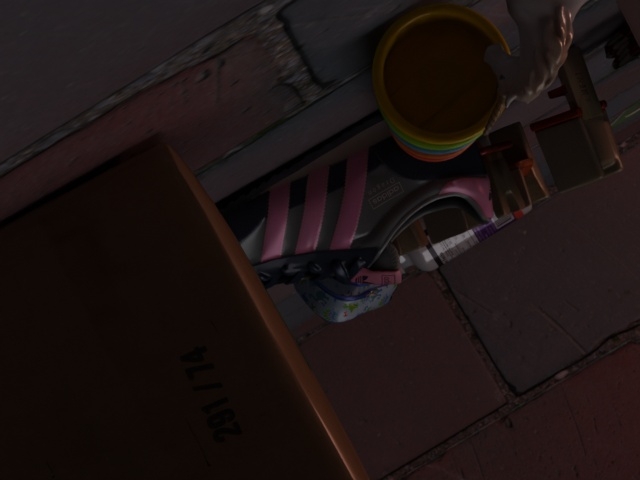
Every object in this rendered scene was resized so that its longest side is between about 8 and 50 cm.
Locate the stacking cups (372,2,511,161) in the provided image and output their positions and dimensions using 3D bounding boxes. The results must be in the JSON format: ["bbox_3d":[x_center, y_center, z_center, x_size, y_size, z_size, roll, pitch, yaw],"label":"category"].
[{"bbox_3d":[0.084,-0.110,1.352,0.096,0.096,0.316,-31,179,1],"label":"stacking cups"}]

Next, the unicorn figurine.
[{"bbox_3d":[0.133,-0.151,1.040,0.162,0.111,0.060,-32,175,6],"label":"unicorn figurine"}]

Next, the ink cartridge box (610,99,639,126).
[{"bbox_3d":[0.389,-0.200,1.871,0.235,0.056,0.171,-28,175,-3],"label":"ink cartridge box"}]

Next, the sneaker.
[{"bbox_3d":[0.000,0.000,1.546,0.319,0.131,0.112,-31,175,0],"label":"sneaker"}]

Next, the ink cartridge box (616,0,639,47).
[{"bbox_3d":[0.386,-0.175,1.609,0.069,0.176,0.371,-31,168,31],"label":"ink cartridge box"}]

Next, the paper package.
[{"bbox_3d":[-0.143,0.154,1.165,0.309,0.325,0.168,-30,174,-8],"label":"paper package"}]

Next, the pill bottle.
[{"bbox_3d":[0.137,-0.032,2.092,0.193,0.108,0.108,-31,174,4],"label":"pill bottle"}]

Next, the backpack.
[{"bbox_3d":[0.030,0.036,2.174,0.114,0.105,0.084,-26,150,-37],"label":"backpack"}]

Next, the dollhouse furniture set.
[{"bbox_3d":[0.168,-0.089,1.873,0.259,0.135,0.262,-21,179,27],"label":"dollhouse furniture set"}]

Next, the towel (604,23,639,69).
[{"bbox_3d":[0.460,-0.295,1.876,0.237,0.037,0.329,-27,174,-36],"label":"towel"}]
